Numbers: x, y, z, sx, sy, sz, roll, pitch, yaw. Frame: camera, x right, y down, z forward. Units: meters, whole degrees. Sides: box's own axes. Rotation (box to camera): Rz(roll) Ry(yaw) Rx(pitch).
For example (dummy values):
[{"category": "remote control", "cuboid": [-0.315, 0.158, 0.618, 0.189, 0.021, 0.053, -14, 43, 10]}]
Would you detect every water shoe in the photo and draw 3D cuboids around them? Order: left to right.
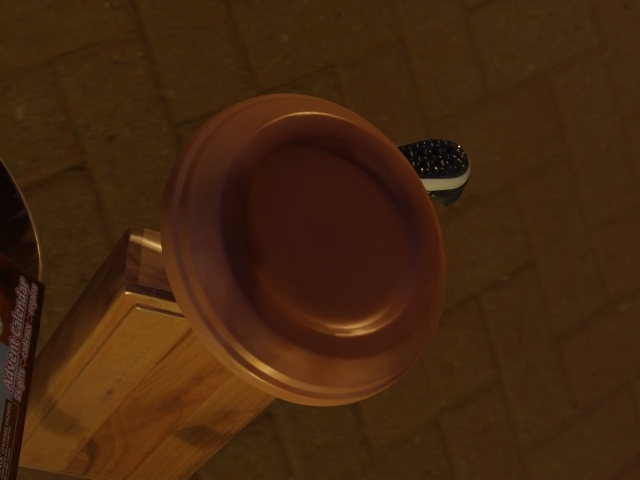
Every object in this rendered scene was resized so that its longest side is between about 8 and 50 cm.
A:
[{"category": "water shoe", "cuboid": [0.054, -0.059, 1.385, 0.203, 0.080, 0.073, 1, 58, 0]}]

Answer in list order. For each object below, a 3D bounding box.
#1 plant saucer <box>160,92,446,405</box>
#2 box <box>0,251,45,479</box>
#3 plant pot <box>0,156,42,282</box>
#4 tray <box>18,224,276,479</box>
[{"category": "plant saucer", "cuboid": [0.000, 0.000, 0.810, 0.200, 0.037, 0.200, 11, 68, -30]}, {"category": "box", "cuboid": [-0.283, 0.107, 0.878, 0.201, 0.057, 0.293, 44, 35, -43]}, {"category": "plant pot", "cuboid": [-0.437, 0.017, 1.259, 0.237, 0.254, 0.237, 54, 17, -25]}, {"category": "tray", "cuboid": [-0.164, 0.137, 1.304, 0.203, 0.411, 0.076, 16, 56, -22]}]
